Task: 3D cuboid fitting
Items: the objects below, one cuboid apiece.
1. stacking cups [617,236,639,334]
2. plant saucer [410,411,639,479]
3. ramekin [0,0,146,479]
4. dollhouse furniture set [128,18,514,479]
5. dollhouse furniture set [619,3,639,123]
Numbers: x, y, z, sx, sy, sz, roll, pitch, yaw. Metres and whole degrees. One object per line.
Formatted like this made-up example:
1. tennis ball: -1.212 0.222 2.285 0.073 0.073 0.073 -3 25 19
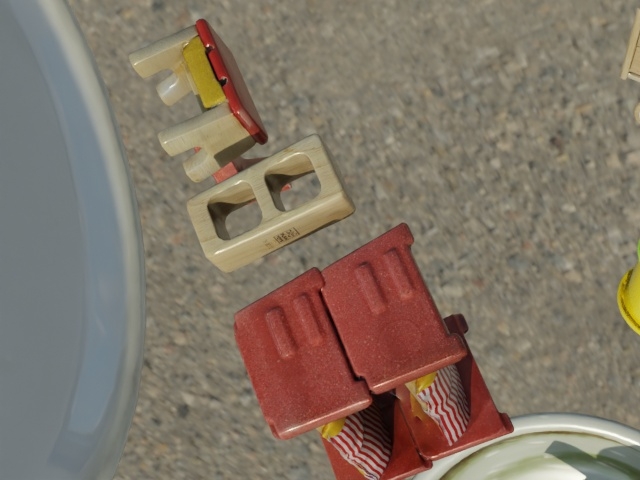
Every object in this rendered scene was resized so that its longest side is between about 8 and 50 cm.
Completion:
1. stacking cups: 0.314 -0.046 1.025 0.096 0.316 0.096 4 49 -5
2. plant saucer: 0.256 0.381 1.449 0.400 0.100 0.401 0 87 8
3. ramekin: -0.152 -0.002 0.296 0.127 0.273 0.273 -18 60 28
4. dollhouse furniture set: 0.000 0.000 1.106 0.152 0.201 0.374 -26 62 6
5. dollhouse furniture set: 0.396 -0.123 1.632 0.173 0.303 0.355 25 52 19
